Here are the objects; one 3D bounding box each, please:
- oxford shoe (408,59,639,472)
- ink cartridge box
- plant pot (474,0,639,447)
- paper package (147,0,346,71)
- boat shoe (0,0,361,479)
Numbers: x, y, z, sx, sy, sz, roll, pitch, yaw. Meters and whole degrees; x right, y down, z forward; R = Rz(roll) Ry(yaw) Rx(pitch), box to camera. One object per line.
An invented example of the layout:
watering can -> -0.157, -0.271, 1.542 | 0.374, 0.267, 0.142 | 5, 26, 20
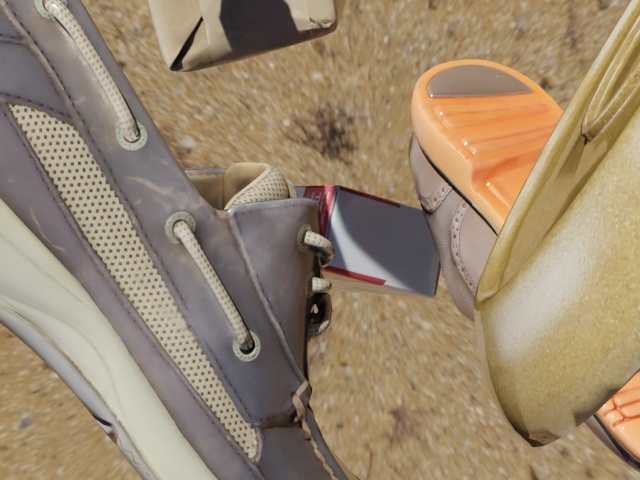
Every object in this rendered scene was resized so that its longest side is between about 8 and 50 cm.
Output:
oxford shoe -> 0.165, 0.031, 0.975 | 0.130, 0.132, 0.363 | -10, 47, -17
ink cartridge box -> 0.000, 0.000, 1.210 | 0.127, 0.175, 0.072 | 14, 83, -38
plant pot -> 0.102, -0.054, 0.383 | 0.032, 0.236, 0.236 | 31, 91, 1
paper package -> -0.077, -0.345, 1.310 | 0.168, 0.325, 0.309 | -8, 110, 7
boat shoe -> -0.051, 0.023, 0.587 | 0.130, 0.132, 0.355 | -43, 118, -6
